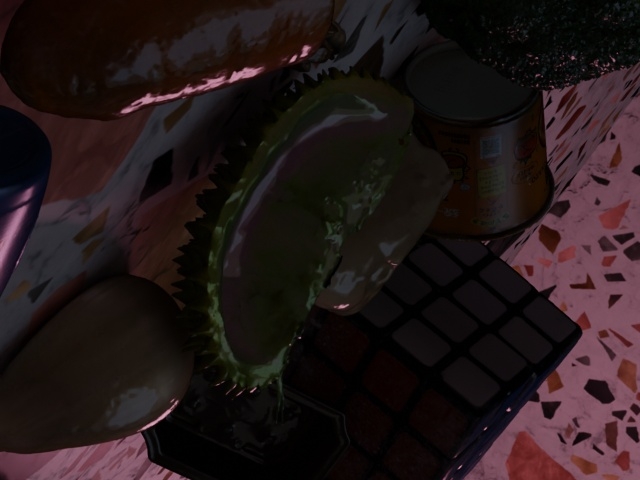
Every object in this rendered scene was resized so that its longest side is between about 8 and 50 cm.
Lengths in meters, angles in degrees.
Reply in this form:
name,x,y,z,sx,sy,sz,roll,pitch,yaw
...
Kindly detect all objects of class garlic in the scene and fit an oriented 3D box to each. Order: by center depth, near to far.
name,x,y,z,sx,sy,sz,roll,pitch,yaw
garlic,-0.221,0.125,1.472,0.164,0.145,0.245,-19,-168,47

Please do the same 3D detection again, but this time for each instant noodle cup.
name,x,y,z,sx,sy,sz,roll,pitch,yaw
instant noodle cup,0.180,-0.128,1.844,0.216,0.216,0.172,-41,145,-33

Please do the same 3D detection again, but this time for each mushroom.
name,x,y,z,sx,sy,sz,roll,pitch,yaw
mushroom,-0.001,-0.188,1.442,0.060,0.061,0.187,-59,169,13

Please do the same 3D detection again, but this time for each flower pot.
name,x,y,z,sx,sy,sz,roll,pitch,yaw
flower pot,-0.098,0.228,1.943,0.179,0.251,0.084,-55,-156,16

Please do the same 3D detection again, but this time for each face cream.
name,x,y,z,sx,sy,sz,roll,pitch,yaw
face cream,-0.273,0.026,1.084,0.149,0.083,0.264,-31,157,-51

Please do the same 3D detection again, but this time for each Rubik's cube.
name,x,y,z,sx,sy,sz,roll,pitch,yaw
Rubik's cube,0.094,0.185,2.127,0.337,0.344,0.344,-32,159,-53

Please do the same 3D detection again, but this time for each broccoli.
name,x,y,z,sx,sy,sz,roll,pitch,yaw
broccoli,0.242,-0.294,1.646,0.269,0.269,0.254,-51,171,5

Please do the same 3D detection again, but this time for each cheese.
name,x,y,z,sx,sy,sz,roll,pitch,yaw
cheese,0.001,0.001,1.719,0.248,0.173,0.251,-34,164,-53

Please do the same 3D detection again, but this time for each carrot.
name,x,y,z,sx,sy,sz,roll,pitch,yaw
carrot,-0.116,-0.155,1.023,0.225,0.159,0.159,-30,159,-26

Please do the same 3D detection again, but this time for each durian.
name,x,y,z,sx,sy,sz,roll,pitch,yaw
durian,-0.038,-0.017,1.465,0.157,0.169,0.355,139,-25,-82

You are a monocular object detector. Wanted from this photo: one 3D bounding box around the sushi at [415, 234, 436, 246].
name,x,y,z,sx,sy,sz,roll,pitch,yaw
sushi,0.073,-0.031,1.939,0.210,0.193,0.040,-24,113,-65
